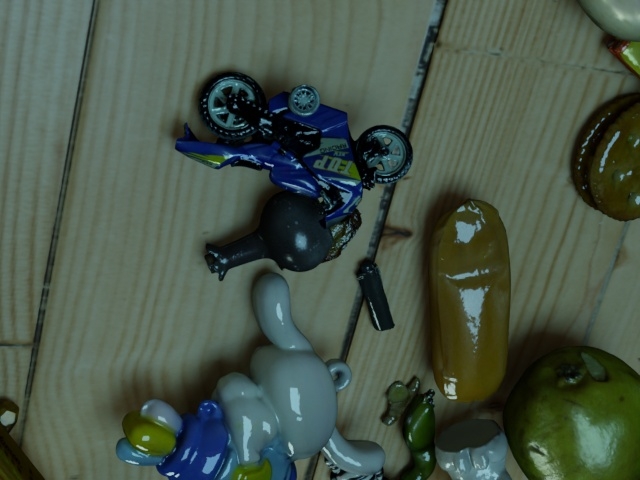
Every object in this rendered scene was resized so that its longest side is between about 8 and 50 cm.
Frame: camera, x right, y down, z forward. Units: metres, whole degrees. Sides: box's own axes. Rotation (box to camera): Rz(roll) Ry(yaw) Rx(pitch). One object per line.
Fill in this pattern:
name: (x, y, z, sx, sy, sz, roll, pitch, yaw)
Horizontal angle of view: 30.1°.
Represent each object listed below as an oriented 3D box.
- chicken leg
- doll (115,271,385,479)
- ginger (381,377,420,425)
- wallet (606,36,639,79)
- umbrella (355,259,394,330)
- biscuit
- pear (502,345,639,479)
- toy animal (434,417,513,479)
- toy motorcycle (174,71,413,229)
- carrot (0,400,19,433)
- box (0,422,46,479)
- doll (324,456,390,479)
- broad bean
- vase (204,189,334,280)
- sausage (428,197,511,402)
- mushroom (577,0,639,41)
chicken leg: (0.003, 0.003, 1.779, 0.062, 0.037, 0.145, 44, 90, -13)
doll: (-0.109, 0.286, 1.797, 0.365, 0.187, 0.376, -35, 98, -16)
ginger: (0.130, 0.267, 1.977, 0.048, 0.030, 0.097, 32, 96, -36)
wallet: (0.551, -0.359, 1.852, 0.141, 0.067, 0.241, 33, 93, -30)
umbrella: (0.085, 0.089, 1.865, 0.036, 0.031, 0.133, -26, 122, -14)
biscuit: (0.515, -0.136, 1.942, 0.220, 0.066, 0.220, -13, 121, -24)
pear: (0.442, 0.319, 2.024, 0.269, 0.269, 0.321, -38, 137, -4)
toy animal: (0.267, 0.400, 2.022, 0.127, 0.178, 0.193, -17, 114, 3)
toy motorcycle: (-0.035, -0.116, 1.614, 0.315, 0.113, 0.169, 18, 83, -7)
carrot: (-0.483, 0.301, 1.691, 0.042, 0.042, 0.171, 26, 103, -34)
box: (-0.538, 0.336, 1.602, 0.264, 0.116, 0.415, -29, 120, 0)
doll: (0.085, 0.415, 2.008, 0.091, 0.067, 0.219, -26, 129, 21)
broad bean: (0.168, 0.336, 2.020, 0.070, 0.048, 0.214, -8, 121, -23)
vase: (-0.077, 0.002, 1.700, 0.183, 0.120, 0.120, -21, 123, 1)
sausage: (0.235, 0.086, 1.888, 0.134, 0.116, 0.354, -6, 115, -7)
mushroom: (0.492, -0.412, 1.716, 0.260, 0.234, 0.254, 42, 134, -5)
